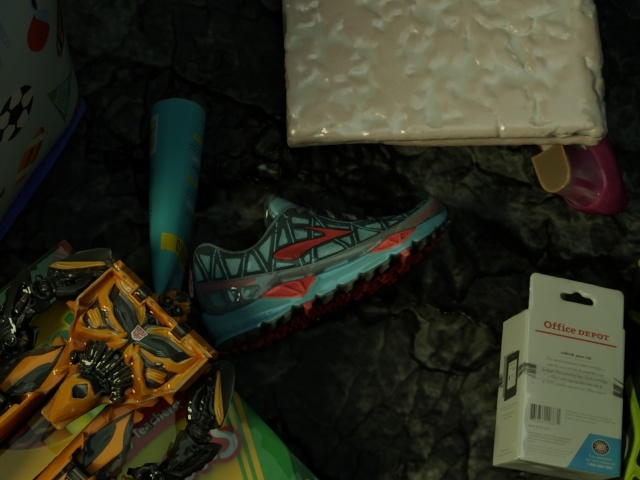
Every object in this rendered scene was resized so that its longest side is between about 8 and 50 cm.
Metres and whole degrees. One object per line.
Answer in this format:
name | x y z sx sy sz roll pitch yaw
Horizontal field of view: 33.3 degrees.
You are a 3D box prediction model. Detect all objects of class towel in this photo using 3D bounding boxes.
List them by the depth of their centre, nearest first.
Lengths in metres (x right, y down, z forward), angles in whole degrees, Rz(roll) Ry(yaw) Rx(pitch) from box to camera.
towel | 0.116 -0.250 1.071 0.317 0.053 0.331 -2 77 1

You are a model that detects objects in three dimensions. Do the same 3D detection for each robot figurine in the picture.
robot figurine | -0.197 0.137 0.797 0.211 0.085 0.291 43 67 1

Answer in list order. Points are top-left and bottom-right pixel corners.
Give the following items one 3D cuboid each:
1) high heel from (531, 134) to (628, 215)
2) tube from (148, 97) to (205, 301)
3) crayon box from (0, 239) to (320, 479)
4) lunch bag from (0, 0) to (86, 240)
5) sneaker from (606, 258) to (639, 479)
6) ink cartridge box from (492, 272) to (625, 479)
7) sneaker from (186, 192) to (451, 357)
high heel | 0.262 -0.142 1.130 0.117 0.082 0.244 16 51 -40
tube | -0.136 -0.027 0.969 0.052 0.080 0.207 -2 67 7
crayon box | -0.180 0.162 0.884 0.318 0.081 0.202 45 67 3
lunch bag | -0.347 -0.068 0.779 0.239 0.328 0.385 26 65 5
sneaker | 0.367 0.158 1.006 0.147 0.145 0.384 22 69 -7
ink cartridge box | 0.229 0.131 1.020 0.104 0.060 0.180 13 69 -11
sneaker | 0.000 0.000 0.979 0.262 0.104 0.125 -25 78 -22
